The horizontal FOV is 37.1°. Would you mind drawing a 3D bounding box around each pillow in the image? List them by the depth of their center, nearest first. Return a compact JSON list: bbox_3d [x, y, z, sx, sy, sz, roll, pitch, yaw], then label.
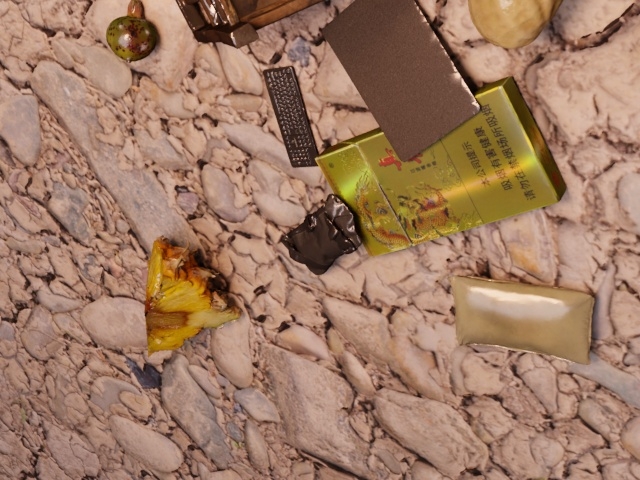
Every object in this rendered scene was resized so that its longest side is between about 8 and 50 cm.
[{"bbox_3d":[0.278,0.109,1.336,0.208,0.053,0.119,6,125,24],"label":"pillow"}]

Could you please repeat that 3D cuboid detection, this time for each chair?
[{"bbox_3d":[-0.064,-0.367,1.161,0.240,0.416,0.203,-29,108,-5],"label":"chair"}]

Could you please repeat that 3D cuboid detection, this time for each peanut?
[{"bbox_3d":[0.213,-0.338,1.042,0.123,0.123,0.257,5,118,29],"label":"peanut"}]

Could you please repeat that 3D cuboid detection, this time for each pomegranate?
[{"bbox_3d":[-0.271,-0.303,1.392,0.073,0.073,0.085,37,107,5],"label":"pomegranate"}]

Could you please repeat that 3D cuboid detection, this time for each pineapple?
[{"bbox_3d":[-0.218,0.074,1.601,0.164,0.140,0.250,-6,145,-12],"label":"pineapple"}]

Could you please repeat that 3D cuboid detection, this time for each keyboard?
[{"bbox_3d":[-0.040,-0.175,1.370,0.053,0.010,0.155,-2,118,31],"label":"keyboard"}]

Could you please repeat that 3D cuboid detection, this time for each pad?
[{"bbox_3d":[0.100,-0.221,1.224,0.143,0.003,0.211,-33,85,39],"label":"pad"}]

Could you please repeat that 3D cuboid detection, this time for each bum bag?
[{"bbox_3d":[0.000,0.000,1.415,0.087,0.049,0.197,50,148,-1],"label":"bum bag"}]

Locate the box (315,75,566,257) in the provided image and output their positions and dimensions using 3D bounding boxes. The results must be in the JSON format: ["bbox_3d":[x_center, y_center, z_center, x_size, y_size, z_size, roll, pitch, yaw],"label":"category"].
[{"bbox_3d":[0.154,-0.089,1.286,0.311,0.043,0.173,-17,110,38],"label":"box"}]
